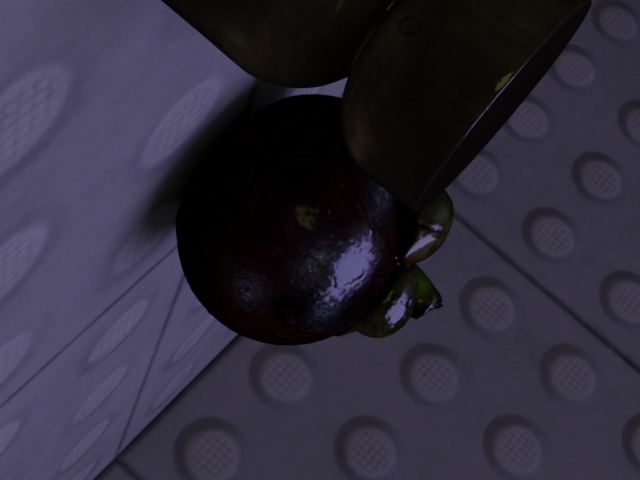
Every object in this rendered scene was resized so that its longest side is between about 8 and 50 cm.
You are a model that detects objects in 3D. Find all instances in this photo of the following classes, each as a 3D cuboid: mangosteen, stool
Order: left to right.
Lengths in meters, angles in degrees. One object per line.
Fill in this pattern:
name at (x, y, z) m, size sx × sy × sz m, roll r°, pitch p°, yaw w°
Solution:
mangosteen at (-0.013, -0.007, 1.382) m, size 0.300 × 0.300 × 0.300 m, roll -48°, pitch 173°, yaw -8°
stool at (0.019, -0.168, 0.805) m, size 0.179 × 0.264 × 0.179 m, roll -49°, pitch 173°, yaw -8°
